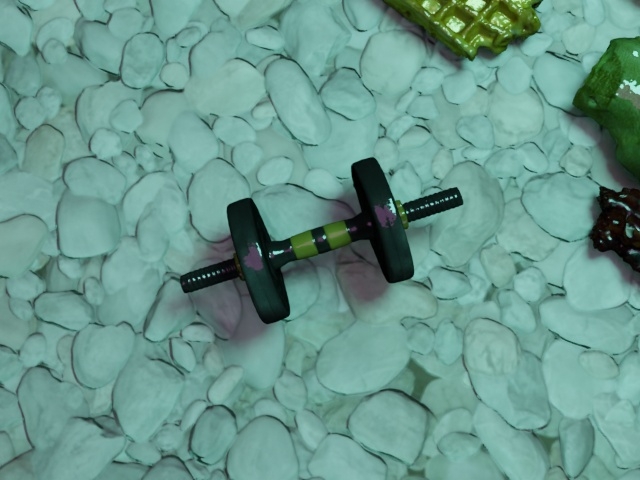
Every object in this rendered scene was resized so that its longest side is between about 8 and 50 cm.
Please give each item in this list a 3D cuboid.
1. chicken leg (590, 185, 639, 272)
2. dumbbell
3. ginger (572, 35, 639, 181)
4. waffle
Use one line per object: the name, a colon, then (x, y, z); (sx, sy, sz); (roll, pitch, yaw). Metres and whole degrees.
chicken leg: (0.382, 0.030, 0.846); (0.089, 0.048, 0.219); (-32, 84, 2)
dumbbell: (0.000, 0.000, 0.819); (0.325, 0.143, 0.143); (-18, 84, 1)
ginger: (0.415, -0.112, 0.841); (0.137, 0.089, 0.290); (-31, 80, -19)
waffle: (0.178, -0.315, 0.886); (0.211, 0.055, 0.160); (39, 88, 6)
